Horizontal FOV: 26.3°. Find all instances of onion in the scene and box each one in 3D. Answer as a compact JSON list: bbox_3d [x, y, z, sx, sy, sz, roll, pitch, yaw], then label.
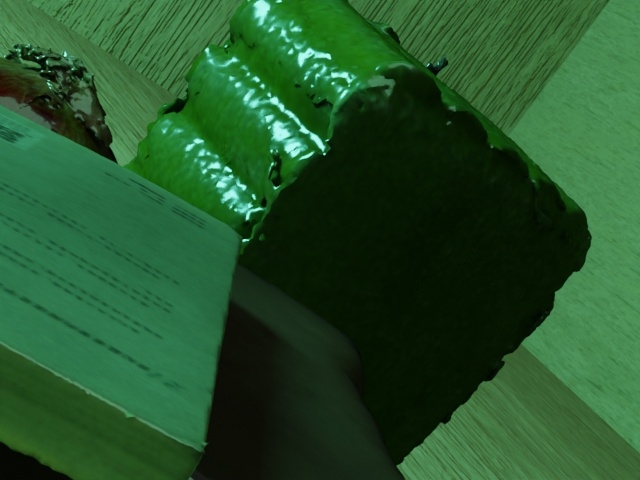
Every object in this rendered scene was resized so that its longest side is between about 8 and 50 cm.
[{"bbox_3d":[-0.232,-0.072,1.080,0.230,0.163,0.230,42,1,-1],"label":"onion"}]

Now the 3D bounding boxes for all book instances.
[{"bbox_3d":[-0.124,-0.015,0.476,0.214,0.025,0.283,29,11,-5],"label":"book"}]

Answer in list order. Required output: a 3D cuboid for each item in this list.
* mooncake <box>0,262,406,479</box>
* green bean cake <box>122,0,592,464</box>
[{"bbox_3d":[-0.082,0.105,0.582,0.326,0.174,0.334,38,9,35],"label":"mooncake"},{"bbox_3d":[0.000,0.000,1.025,0.319,0.335,0.218,35,7,-45],"label":"green bean cake"}]
